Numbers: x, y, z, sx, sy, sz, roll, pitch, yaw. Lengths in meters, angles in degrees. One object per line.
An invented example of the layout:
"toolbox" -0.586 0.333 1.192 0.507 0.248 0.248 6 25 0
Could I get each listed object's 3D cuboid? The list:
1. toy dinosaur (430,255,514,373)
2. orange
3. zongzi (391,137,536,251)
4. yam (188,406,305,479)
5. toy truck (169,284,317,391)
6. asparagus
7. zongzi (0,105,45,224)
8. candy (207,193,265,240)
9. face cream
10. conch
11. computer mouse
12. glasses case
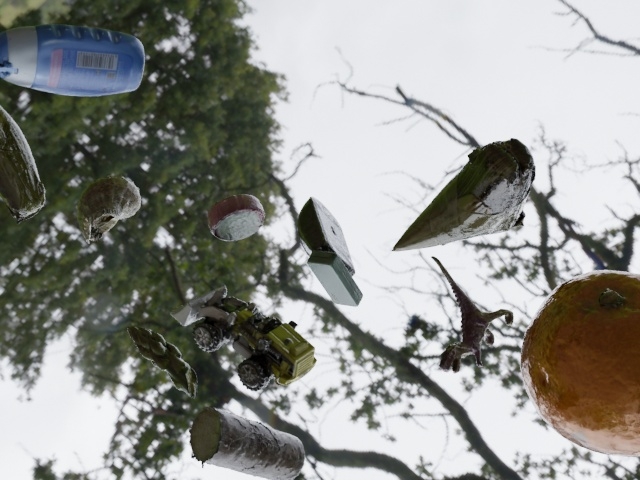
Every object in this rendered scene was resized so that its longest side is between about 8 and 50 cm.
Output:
"toy dinosaur" 0.334 0.170 1.572 0.072 0.200 0.251 4 -93 61
"orange" 0.484 0.196 1.148 0.312 0.312 0.312 -34 -153 20
"zongzi" 0.297 -0.078 1.526 0.318 0.289 0.154 -25 -114 -2
"yam" -0.168 0.471 1.605 0.131 0.280 0.131 -24 -129 33
"toy truck" -0.138 0.163 1.287 0.136 0.286 0.111 -24 139 -53
"asparagus" -0.412 0.304 1.856 0.287 0.080 0.080 32 -106 26
"zongzi" -0.615 -0.158 1.414 0.094 0.204 0.204 -23 166 -32
"candy" -0.151 -0.040 1.256 0.103 0.103 0.043 -33 -122 22
"face cream" -0.461 -0.325 1.279 0.149 0.264 0.083 -56 -132 43
"conch" -0.481 -0.061 1.582 0.207 0.130 0.155 -89 -171 -61
"computer mouse" 0.000 0.000 1.980 0.100 0.170 0.269 -36 -143 17
"glasses case" 0.038 0.098 1.766 0.078 0.184 0.039 4 -126 35
